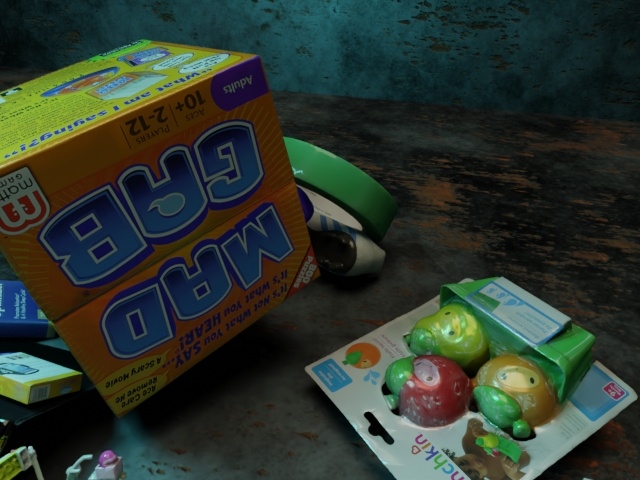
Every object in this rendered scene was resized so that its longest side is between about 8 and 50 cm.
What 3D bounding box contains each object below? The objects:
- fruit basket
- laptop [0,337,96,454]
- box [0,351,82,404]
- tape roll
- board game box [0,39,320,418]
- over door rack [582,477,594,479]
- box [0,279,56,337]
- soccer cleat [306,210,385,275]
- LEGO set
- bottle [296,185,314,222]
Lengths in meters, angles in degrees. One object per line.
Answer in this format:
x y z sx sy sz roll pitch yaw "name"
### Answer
0.206 0.192 0.772 0.353 0.165 0.327 -18 35 -26 "fruit basket"
-0.534 0.279 0.703 0.382 0.236 0.408 9 58 12 "laptop"
-0.395 0.177 0.701 0.136 0.028 0.081 7 0 23 "box"
0.008 -0.105 1.164 0.321 0.077 0.321 28 -8 4 "tape roll"
-0.277 -0.053 0.789 0.356 0.356 0.356 -34 38 -26 "board game box"
0.391 0.379 0.505 0.240 0.108 0.324 10 30 12 "over door rack"
-0.577 0.113 0.909 0.225 0.036 0.136 6 24 -32 "box"
0.000 0.000 1.176 0.143 0.116 0.331 10 13 -43 "soccer cleat"
-0.301 0.291 0.524 0.132 0.107 0.287 -14 9 -2 "LEGO set"
-0.137 0.006 1.049 0.118 0.092 0.283 17 58 49 "bottle"
